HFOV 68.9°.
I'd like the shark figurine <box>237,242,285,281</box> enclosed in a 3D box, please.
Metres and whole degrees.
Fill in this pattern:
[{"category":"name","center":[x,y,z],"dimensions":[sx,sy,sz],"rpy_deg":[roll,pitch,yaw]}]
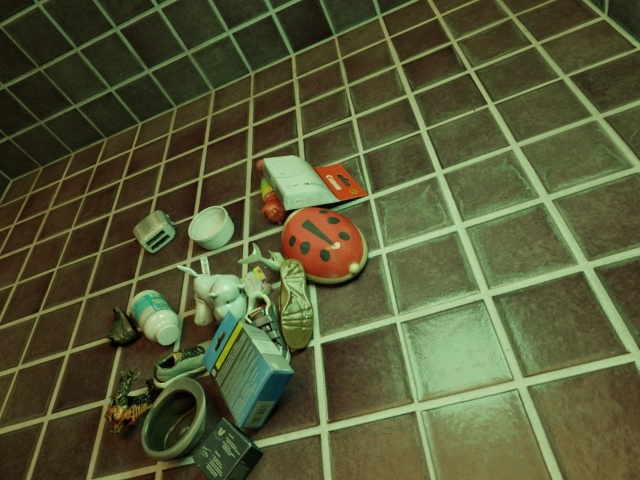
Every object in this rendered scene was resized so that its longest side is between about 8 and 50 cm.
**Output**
[{"category":"shark figurine","center":[-0.203,0.112,1.867],"dimensions":[0.166,0.278,0.116],"rpy_deg":[41,98,17]}]

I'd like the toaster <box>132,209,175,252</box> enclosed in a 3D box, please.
[{"category":"toaster","center":[-0.853,-0.038,2.382],"dimensions":[0.227,0.129,0.146],"rpy_deg":[-39,47,-8]}]

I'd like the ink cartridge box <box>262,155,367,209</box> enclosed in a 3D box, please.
[{"category":"ink cartridge box","center":[-0.026,-0.276,2.045],"dimensions":[0.384,0.091,0.308],"rpy_deg":[-12,41,-20]}]

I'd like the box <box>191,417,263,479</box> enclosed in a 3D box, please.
[{"category":"box","center":[-0.297,0.688,1.492],"dimensions":[0.156,0.093,0.158],"rpy_deg":[25,69,40]}]

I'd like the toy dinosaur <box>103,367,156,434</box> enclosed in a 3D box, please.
[{"category":"toy dinosaur","center":[-0.698,0.611,1.734],"dimensions":[0.321,0.164,0.219],"rpy_deg":[-3,56,29]}]

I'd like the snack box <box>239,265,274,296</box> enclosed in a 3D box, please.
[{"category":"snack box","center":[-0.266,0.185,1.938],"dimensions":[0.100,0.037,0.141],"rpy_deg":[-37,45,-3]}]

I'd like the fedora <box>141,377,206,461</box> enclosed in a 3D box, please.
[{"category":"fedora","center":[-0.482,0.632,1.617],"dimensions":[0.243,0.124,0.276],"rpy_deg":[5,55,32]}]

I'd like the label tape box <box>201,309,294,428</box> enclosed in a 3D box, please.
[{"category":"label tape box","center":[-0.259,0.434,1.612],"dimensions":[0.333,0.105,0.241],"rpy_deg":[42,107,44]}]

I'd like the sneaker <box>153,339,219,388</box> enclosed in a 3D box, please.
[{"category":"sneaker","center":[-0.499,0.447,1.753],"dimensions":[0.100,0.108,0.271],"rpy_deg":[27,41,37]}]

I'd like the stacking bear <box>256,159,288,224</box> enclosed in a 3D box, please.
[{"category":"stacking bear","center":[-0.209,-0.215,2.168],"dimensions":[0.164,0.175,0.289],"rpy_deg":[-5,58,2]}]

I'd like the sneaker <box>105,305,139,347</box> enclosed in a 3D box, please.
[{"category":"sneaker","center":[-0.907,0.387,2.081],"dimensions":[0.130,0.087,0.227],"rpy_deg":[-37,50,-14]}]

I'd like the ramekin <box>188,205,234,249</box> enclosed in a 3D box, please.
[{"category":"ramekin","center":[-0.511,-0.052,2.221],"dimensions":[0.207,0.109,0.207],"rpy_deg":[-15,47,17]}]

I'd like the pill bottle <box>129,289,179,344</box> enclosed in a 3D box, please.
[{"category":"pill bottle","center":[-0.693,0.330,1.971],"dimensions":[0.146,0.146,0.264],"rpy_deg":[-45,47,-12]}]

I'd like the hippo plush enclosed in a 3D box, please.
[{"category":"hippo plush","center":[-0.363,0.201,1.796],"dimensions":[0.234,0.295,0.236],"rpy_deg":[-20,10,-40]}]

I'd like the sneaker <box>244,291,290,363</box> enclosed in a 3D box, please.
[{"category":"sneaker","center":[-0.208,0.331,1.725],"dimensions":[0.126,0.127,0.321],"rpy_deg":[-28,47,3]}]

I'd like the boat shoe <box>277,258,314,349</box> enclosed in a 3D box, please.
[{"category":"boat shoe","center":[-0.102,0.246,1.756],"dimensions":[0.123,0.123,0.342],"rpy_deg":[-3,65,-15]}]

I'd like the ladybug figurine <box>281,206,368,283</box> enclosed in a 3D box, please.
[{"category":"ladybug figurine","center":[0.000,0.000,1.862],"dimensions":[0.305,0.162,0.449],"rpy_deg":[-46,47,-13]}]
